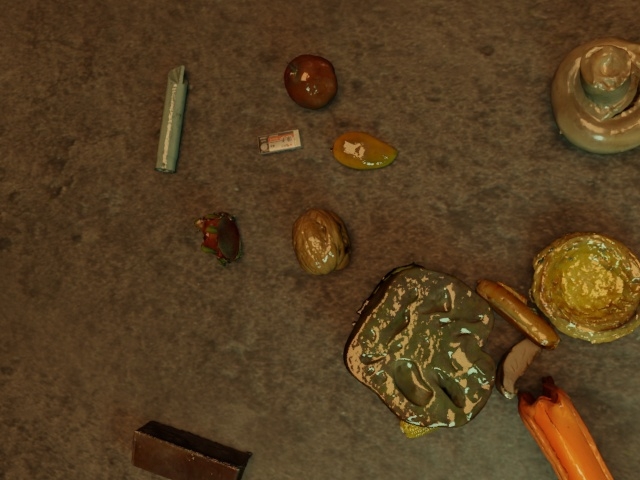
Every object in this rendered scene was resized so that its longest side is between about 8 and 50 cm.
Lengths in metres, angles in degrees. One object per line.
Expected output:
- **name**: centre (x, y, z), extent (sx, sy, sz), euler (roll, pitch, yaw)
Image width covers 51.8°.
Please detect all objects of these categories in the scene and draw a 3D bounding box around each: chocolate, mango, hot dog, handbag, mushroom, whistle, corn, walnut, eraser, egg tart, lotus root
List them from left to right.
- **whistle**: centre (-0.427, -0.350, 1.897), extent (0.062, 0.062, 0.312), euler (6, 86, 12)
- **chocolate**: centre (-0.349, 0.593, 1.771), extent (0.321, 0.112, 0.112), euler (14, 96, 12)
- **eraser**: centre (-0.114, -0.274, 1.843), extent (0.122, 0.029, 0.052), euler (-9, 83, 10)
- **walnut**: centre (0.000, 0.000, 1.736), extent (0.155, 0.155, 0.184), euler (-17, 82, 9)
- **mango**: centre (0.115, -0.241, 1.780), extent (0.188, 0.066, 0.101), euler (12, 88, 4)
- **lotus root**: centre (0.241, 0.260, 1.599), extent (0.375, 0.111, 0.390), euler (-10, 83, -4)
- **corn**: centre (0.297, 0.440, 1.673), extent (0.203, 0.072, 0.072), euler (-25, 80, 7)
- **mushroom**: centre (0.472, 0.312, 1.610), extent (0.072, 0.094, 0.210), euler (35, 52, 17)
- **hot dog**: centre (0.483, 0.172, 1.624), extent (0.076, 0.104, 0.250), euler (-47, 58, 4)
- **handbag**: centre (0.584, 0.519, 1.491), extent (0.116, 0.303, 0.410), euler (-28, 78, 9)
- **egg tart**: centre (0.649, 0.115, 1.619), extent (0.291, 0.107, 0.290), euler (-1, 82, 7)
- **mushroom**: centre (0.696, -0.359, 1.557), extent (0.293, 0.290, 0.292), euler (-2, 84, 16)

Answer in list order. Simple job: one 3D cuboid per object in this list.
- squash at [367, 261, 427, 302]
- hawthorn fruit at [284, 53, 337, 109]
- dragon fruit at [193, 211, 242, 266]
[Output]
- **squash**: centre (0.228, 0.159, 1.718), extent (0.192, 0.085, 0.184), euler (43, 68, -1)
- **hawthorn fruit**: centre (-0.043, -0.439, 1.779), extent (0.189, 0.149, 0.149), euler (25, 90, -29)
- **dragon fruit**: centre (-0.278, -0.012, 1.816), extent (0.175, 0.138, 0.142), euler (18, 47, 41)
